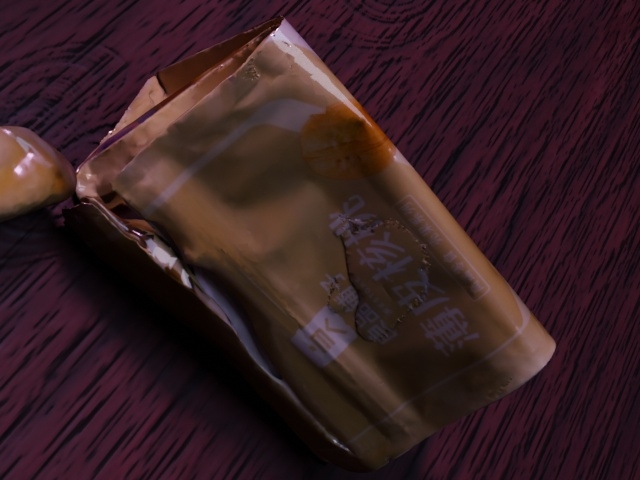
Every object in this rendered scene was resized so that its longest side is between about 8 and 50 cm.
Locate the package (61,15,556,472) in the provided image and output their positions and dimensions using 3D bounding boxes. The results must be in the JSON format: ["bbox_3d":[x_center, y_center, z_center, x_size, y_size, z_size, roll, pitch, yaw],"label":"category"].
[{"bbox_3d":[-0.020,0.023,1.083,0.311,0.221,0.165,49,60,-20],"label":"package"}]

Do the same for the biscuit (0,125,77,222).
[{"bbox_3d":[-0.246,-0.031,0.930,0.164,0.047,0.208,49,40,-19],"label":"biscuit"}]
